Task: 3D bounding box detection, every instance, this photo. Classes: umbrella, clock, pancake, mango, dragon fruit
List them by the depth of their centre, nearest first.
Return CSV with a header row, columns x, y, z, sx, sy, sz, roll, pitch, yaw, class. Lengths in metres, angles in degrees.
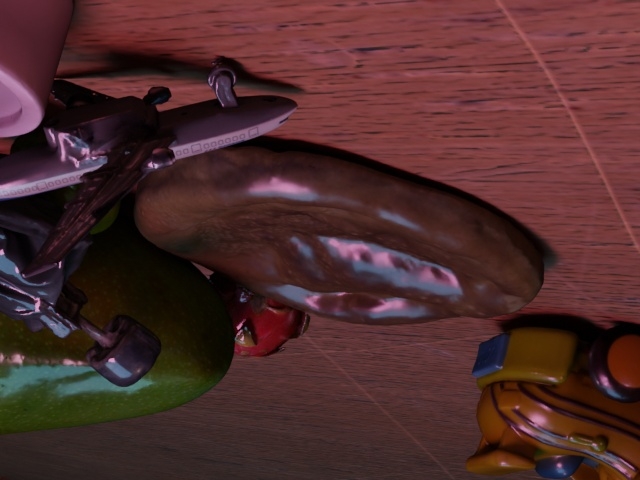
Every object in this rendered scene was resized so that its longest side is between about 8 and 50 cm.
x,y,z,sx,sy,sz,roll,pitch,yaw,class
-0.234,-0.122,0.988,0.197,0.068,0.197,14,165,4,clock
-0.236,-0.026,1.186,0.349,0.094,0.143,39,179,-21,umbrella
-0.176,-0.041,1.264,0.073,0.056,0.108,5,157,22,mango
0.000,0.000,1.267,0.294,0.049,0.294,14,165,4,pancake
-0.247,0.052,1.380,0.382,0.201,0.225,10,-176,14,mango
-0.055,0.052,1.461,0.086,0.081,0.116,9,168,-22,dragon fruit

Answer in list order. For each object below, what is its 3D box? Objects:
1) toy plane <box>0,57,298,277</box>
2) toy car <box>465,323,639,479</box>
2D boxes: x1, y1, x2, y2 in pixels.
x,y,z,sx,sy,sz,roll,pitch,yaw,class
-0.125,-0.050,1.046,0.226,0.226,0.058,-22,121,7,toy plane
0.234,0.158,1.447,0.248,0.142,0.200,18,166,-6,toy car
